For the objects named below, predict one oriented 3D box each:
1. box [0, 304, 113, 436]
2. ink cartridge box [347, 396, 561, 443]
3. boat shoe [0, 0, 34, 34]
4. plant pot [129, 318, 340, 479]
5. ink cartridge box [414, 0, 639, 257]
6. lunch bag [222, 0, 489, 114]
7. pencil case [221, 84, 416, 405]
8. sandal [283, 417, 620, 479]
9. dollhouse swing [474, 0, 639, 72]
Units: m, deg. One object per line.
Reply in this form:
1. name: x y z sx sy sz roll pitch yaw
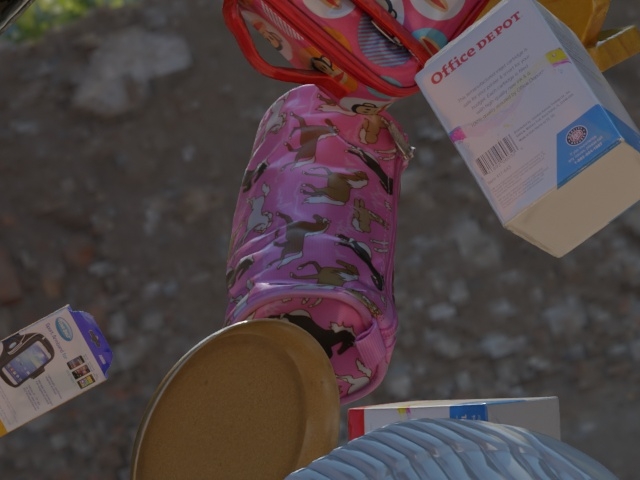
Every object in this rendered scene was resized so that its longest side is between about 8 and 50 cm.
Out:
1. box: -0.267 0.121 1.839 0.136 0.081 0.028 -28 4 -2
2. ink cartridge box: 0.123 0.209 2.041 0.231 0.078 0.134 -6 -4 40
3. boat shoe: -0.323 -0.327 2.120 0.121 0.119 0.335 9 -27 -18
4. plant pot: -0.077 0.177 1.659 0.236 0.236 0.032 -23 29 -39
5. ink cartridge box: 0.136 -0.079 1.218 0.092 0.143 0.090 -37 -29 17
6. lunch bag: 0.007 -0.267 1.835 0.258 0.293 0.120 -54 11 -20
7. pencil case: 0.000 0.000 1.912 0.167 0.160 0.386 -45 21 31
8. sandal: 0.048 0.217 1.316 0.416 0.102 0.169 -10 40 -43
9. dollhouse swing: 0.268 -0.368 2.065 0.305 0.346 0.315 -22 10 -32
